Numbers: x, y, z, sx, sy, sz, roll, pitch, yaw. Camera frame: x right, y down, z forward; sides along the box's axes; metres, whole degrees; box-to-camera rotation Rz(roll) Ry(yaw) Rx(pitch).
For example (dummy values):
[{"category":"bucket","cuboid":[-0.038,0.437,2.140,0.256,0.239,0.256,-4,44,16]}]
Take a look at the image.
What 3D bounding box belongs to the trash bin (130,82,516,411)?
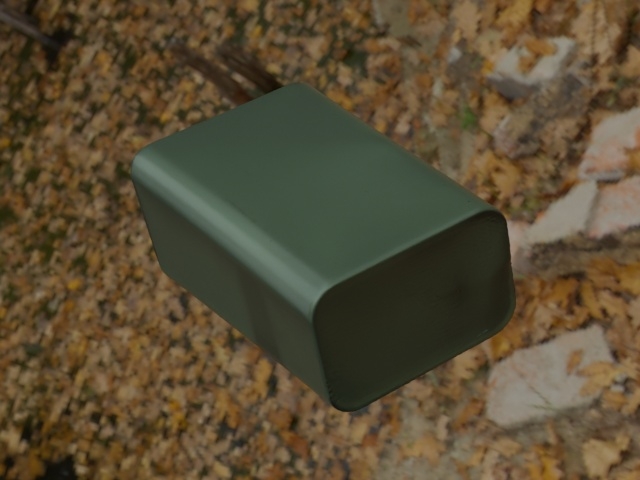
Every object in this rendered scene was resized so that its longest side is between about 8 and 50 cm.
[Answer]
[{"category":"trash bin","cuboid":[0.000,0.000,1.112,0.223,0.158,0.343,-26,36,-21]}]
